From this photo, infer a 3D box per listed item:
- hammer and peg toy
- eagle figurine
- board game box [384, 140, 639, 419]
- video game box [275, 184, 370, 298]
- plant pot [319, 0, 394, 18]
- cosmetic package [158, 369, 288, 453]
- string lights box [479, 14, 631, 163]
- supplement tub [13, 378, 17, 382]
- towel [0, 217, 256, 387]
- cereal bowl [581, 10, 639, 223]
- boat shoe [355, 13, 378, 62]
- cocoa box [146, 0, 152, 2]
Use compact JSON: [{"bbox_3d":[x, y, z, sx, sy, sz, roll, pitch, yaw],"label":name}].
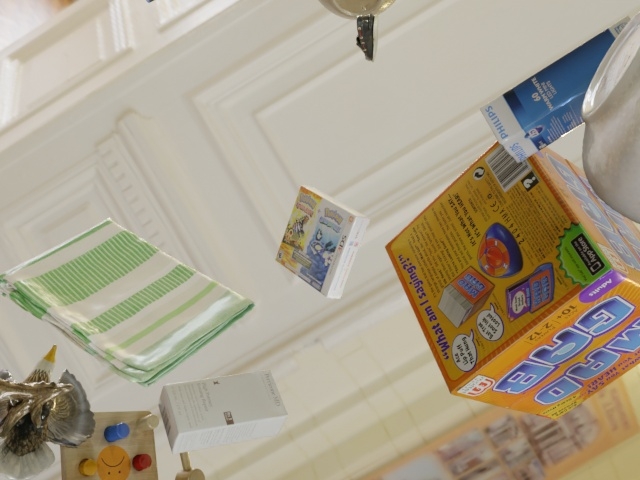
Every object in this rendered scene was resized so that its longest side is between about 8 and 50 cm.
[{"bbox_3d":[-0.468,0.540,1.859,0.361,0.127,0.266,11,62,-47],"label":"hammer and peg toy"},{"bbox_3d":[-0.517,0.293,1.351,0.226,0.225,0.298,51,-29,3],"label":"eagle figurine"},{"bbox_3d":[0.411,0.076,1.449,0.356,0.356,0.357,21,35,-39],"label":"board game box"},{"bbox_3d":[0.000,0.000,1.641,0.048,0.187,0.205,12,14,-42],"label":"video game box"},{"bbox_3d":[0.090,-0.656,1.866,0.284,0.284,0.191,55,28,-41],"label":"plant pot"},{"bbox_3d":[-0.194,0.338,1.512,0.117,0.231,0.085,62,-36,35],"label":"cosmetic package"},{"bbox_3d":[0.403,-0.236,1.231,0.133,0.259,0.077,20,42,-62],"label":"string lights box"},{"bbox_3d":[-0.827,0.365,1.904,0.107,0.071,0.071,31,21,-34],"label":"supplement tub"},{"bbox_3d":[-0.303,0.082,1.178,0.324,0.248,0.038,26,-51,25],"label":"towel"},{"bbox_3d":[0.443,-0.199,0.982,0.141,0.339,0.339,26,6,0],"label":"cereal bowl"},{"bbox_3d":[0.087,-0.375,1.406,0.133,0.042,0.049,73,23,-73],"label":"boat shoe"},{"bbox_3d":[-0.171,-0.505,0.894,0.231,0.228,0.347,52,-23,6],"label":"cocoa box"}]
